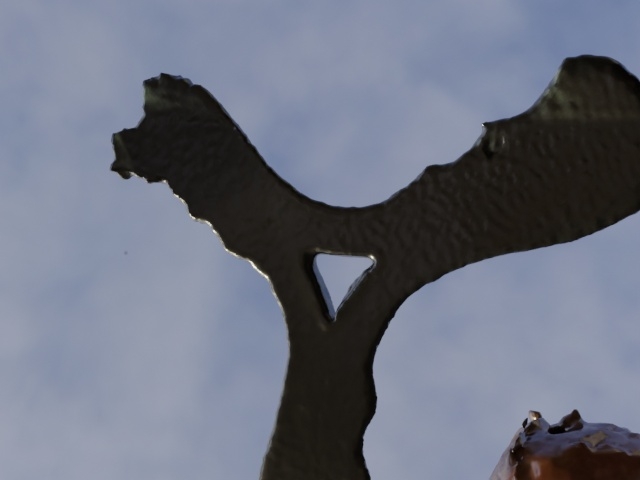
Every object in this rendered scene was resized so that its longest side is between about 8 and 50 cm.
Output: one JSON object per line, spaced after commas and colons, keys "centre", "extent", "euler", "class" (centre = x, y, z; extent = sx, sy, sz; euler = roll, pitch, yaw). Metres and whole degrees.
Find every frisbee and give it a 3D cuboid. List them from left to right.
{"centre": [0.000, 0.000, 0.597], "extent": [0.187, 0.012, 0.211], "euler": [43, -76, 27], "class": "frisbee"}

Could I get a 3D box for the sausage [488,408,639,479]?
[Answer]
{"centre": [0.064, 0.177, 0.674], "extent": [0.087, 0.326, 0.079], "euler": [-15, -129, -30], "class": "sausage"}
